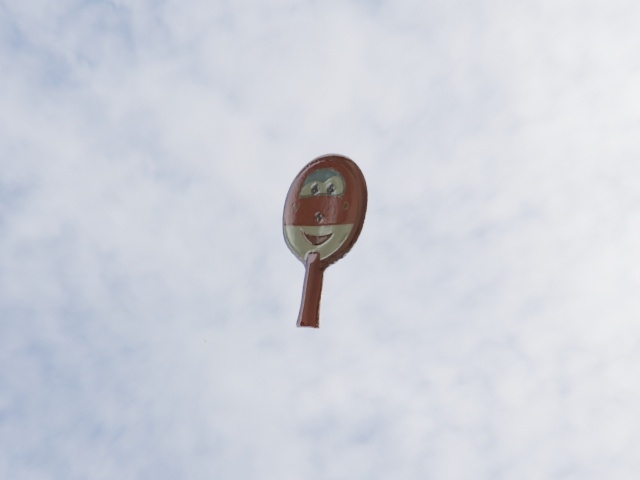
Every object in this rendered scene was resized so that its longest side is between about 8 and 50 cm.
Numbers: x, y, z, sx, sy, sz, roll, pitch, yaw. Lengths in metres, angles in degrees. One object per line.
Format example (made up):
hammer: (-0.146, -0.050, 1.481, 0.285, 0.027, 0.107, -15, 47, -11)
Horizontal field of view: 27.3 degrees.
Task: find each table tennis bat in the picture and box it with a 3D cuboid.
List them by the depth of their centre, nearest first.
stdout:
table tennis bat: (0.000, 0.000, 1.135, 0.019, 0.098, 0.154, 16, -100, -46)
